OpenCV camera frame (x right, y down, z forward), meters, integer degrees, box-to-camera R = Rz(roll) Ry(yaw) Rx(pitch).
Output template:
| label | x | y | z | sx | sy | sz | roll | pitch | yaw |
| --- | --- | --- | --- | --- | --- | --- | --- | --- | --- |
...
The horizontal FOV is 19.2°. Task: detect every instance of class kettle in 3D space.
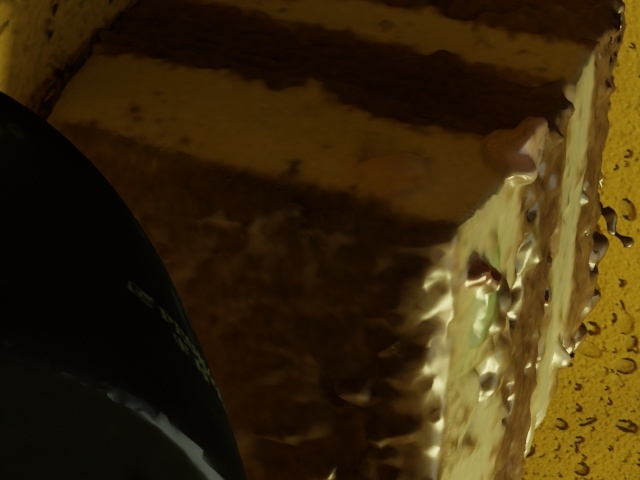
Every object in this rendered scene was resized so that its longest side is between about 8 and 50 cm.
| label | x | y | z | sx | sy | sz | roll | pitch | yaw |
| --- | --- | --- | --- | --- | --- | --- | --- | --- | --- |
| kettle | -0.126 | 0.065 | 0.639 | 0.268 | 0.207 | 0.290 | 50 | 8 | -29 |

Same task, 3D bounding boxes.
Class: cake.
| label | x | y | z | sx | sy | sz | roll | pitch | yaw |
| --- | --- | --- | --- | --- | --- | --- | --- | --- | --- |
| cake | 0.000 | 0.000 | 1.024 | 0.290 | 0.282 | 0.256 | -44 | 142 | -54 |
